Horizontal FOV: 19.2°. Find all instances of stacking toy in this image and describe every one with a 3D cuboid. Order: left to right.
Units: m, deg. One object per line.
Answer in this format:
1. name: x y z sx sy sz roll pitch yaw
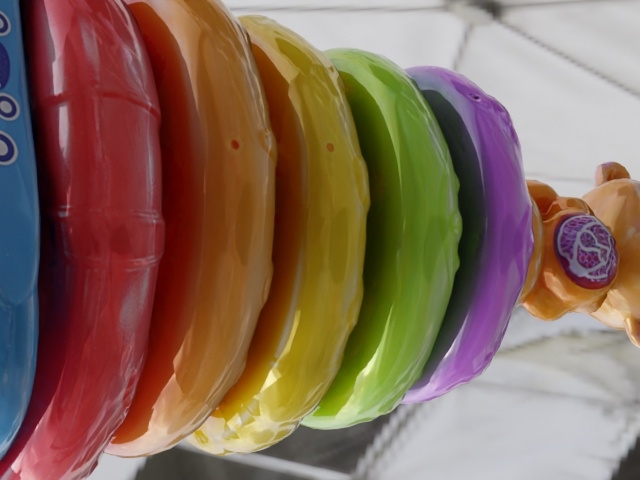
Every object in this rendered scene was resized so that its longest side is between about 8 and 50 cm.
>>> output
1. stacking toy: 0.000 0.000 0.574 0.302 0.166 0.175 4 -117 -27
